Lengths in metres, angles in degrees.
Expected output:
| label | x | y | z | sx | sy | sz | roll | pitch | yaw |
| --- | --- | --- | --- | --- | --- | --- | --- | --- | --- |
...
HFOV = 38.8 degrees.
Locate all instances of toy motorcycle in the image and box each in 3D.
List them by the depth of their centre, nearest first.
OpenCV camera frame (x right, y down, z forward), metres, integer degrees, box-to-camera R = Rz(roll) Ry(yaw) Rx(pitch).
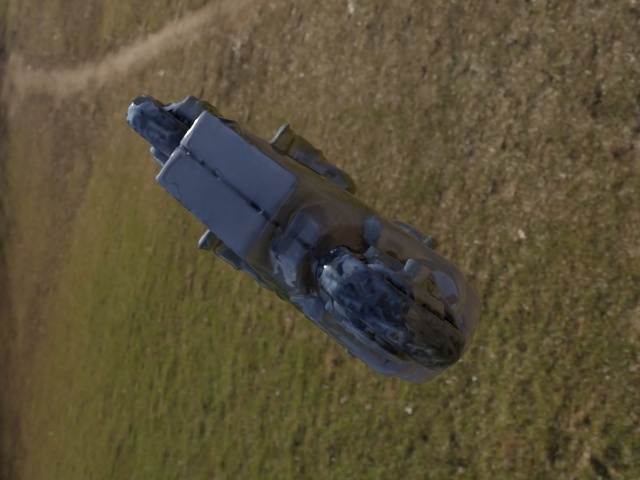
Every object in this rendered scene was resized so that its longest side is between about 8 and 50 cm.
| label | x | y | z | sx | sy | sz | roll | pitch | yaw |
| --- | --- | --- | --- | --- | --- | --- | --- | --- | --- |
| toy motorcycle | 0.000 | 0.000 | 0.637 | 0.340 | 0.223 | 0.108 | 38 | 95 | 40 |
